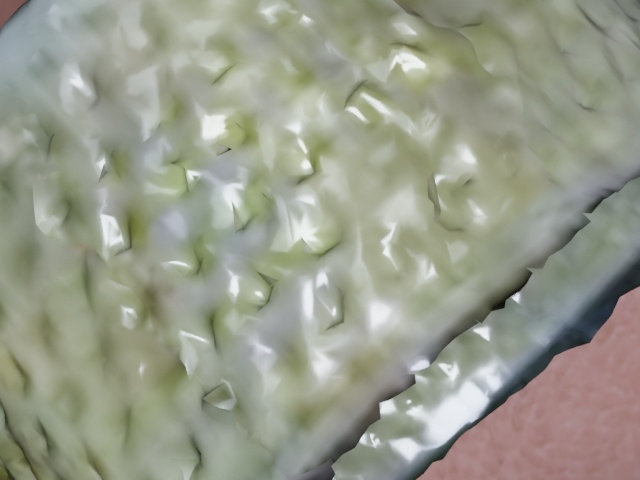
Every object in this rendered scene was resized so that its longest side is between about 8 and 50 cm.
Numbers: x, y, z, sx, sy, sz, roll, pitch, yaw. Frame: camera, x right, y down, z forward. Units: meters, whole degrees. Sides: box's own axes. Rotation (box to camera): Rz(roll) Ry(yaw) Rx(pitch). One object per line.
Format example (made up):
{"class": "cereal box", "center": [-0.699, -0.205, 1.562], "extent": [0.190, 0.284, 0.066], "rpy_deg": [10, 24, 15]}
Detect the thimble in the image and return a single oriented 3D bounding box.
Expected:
{"class": "thimble", "center": [0.000, 0.000, 0.553], "extent": [0.271, 0.271, 0.150], "rpy_deg": [-41, 78, -3]}
